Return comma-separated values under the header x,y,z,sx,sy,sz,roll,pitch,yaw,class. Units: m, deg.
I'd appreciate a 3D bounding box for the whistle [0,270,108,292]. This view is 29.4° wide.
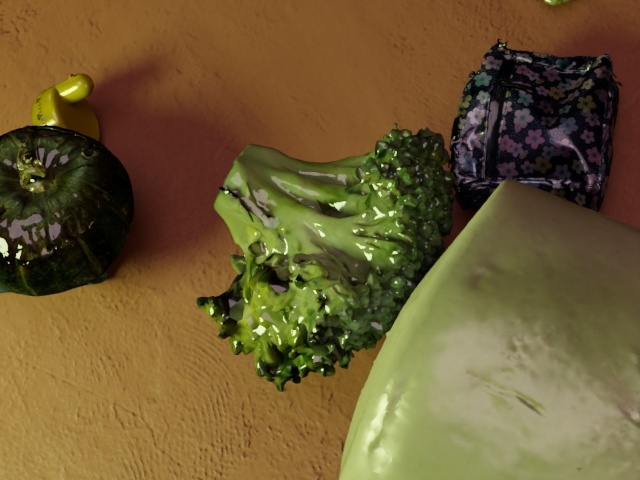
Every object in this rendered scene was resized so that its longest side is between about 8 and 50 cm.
x,y,z,sx,sy,sz,roll,pitch,yaw,class
-0.440,0.043,1.637,0.304,0.062,0.062,-5,70,7,whistle

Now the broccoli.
x,y,z,sx,sy,sz,roll,pitch,yaw,class
0.021,0.013,1.427,0.272,0.324,0.334,24,65,25,broccoli

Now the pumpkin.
x,y,z,sx,sy,sz,roll,pitch,yaw,class
-0.356,-0.042,1.545,0.238,0.159,0.237,-6,52,7,pumpkin

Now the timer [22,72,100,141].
x,y,z,sx,sy,sz,roll,pitch,yaw,class
-0.340,-0.167,1.665,0.109,0.107,0.107,-23,68,21,timer

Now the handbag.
x,y,z,sx,sy,sz,roll,pitch,yaw,class
0.267,-0.134,1.546,0.208,0.127,0.228,6,72,18,handbag

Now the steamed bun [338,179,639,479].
x,y,z,sx,sy,sz,roll,pitch,yaw,class
0.230,0.181,1.235,0.371,0.290,0.455,24,81,18,steamed bun

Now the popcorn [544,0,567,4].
x,y,z,sx,sy,sz,roll,pitch,yaw,class
0.325,-0.377,1.646,0.097,0.089,0.109,-4,77,-29,popcorn
